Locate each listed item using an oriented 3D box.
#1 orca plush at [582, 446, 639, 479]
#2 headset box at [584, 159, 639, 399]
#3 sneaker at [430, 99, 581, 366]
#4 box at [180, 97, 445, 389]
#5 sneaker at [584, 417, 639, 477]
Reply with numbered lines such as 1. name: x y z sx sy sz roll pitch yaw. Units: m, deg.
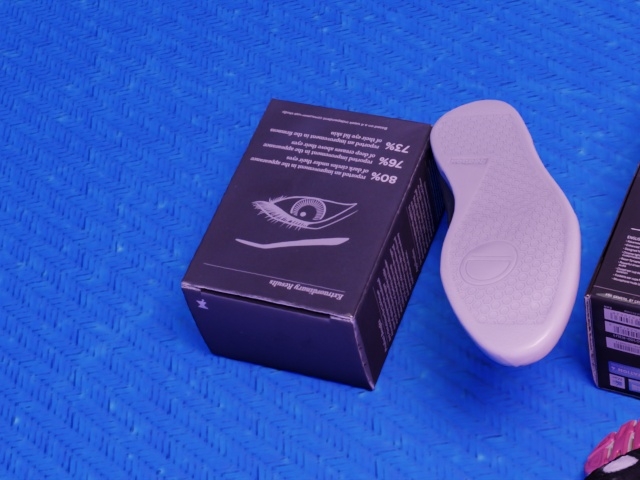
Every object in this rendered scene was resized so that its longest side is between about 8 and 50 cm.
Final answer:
1. orca plush: 0.305 0.174 0.959 0.287 0.102 0.151 11 75 5
2. headset box: 0.363 -0.006 1.147 0.246 0.131 0.283 12 57 22
3. sneaker: 0.153 0.025 1.148 0.105 0.147 0.295 -18 35 9
4. box: 0.000 0.000 1.243 0.153 0.108 0.207 12 58 21
5. sneaker: 0.276 0.162 1.084 0.170 0.075 0.063 -19 21 25
